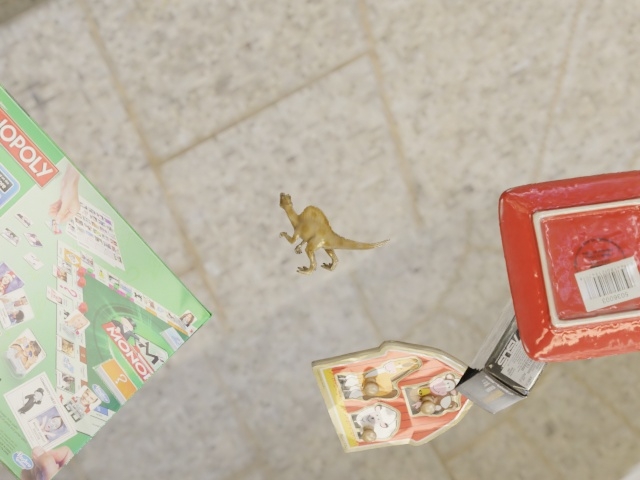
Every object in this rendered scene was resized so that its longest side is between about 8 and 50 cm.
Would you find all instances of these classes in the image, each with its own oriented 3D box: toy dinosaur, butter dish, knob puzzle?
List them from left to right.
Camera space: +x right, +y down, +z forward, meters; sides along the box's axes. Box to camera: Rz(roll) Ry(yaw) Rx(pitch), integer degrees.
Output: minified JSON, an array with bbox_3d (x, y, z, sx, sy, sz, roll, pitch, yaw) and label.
[{"bbox_3d":[0.000,0.000,2.114,0.183,0.053,0.092,28,-55,29],"label":"toy dinosaur"},{"bbox_3d":[0.104,0.196,1.945,0.030,0.213,0.213,-93,166,-48],"label":"knob puzzle"},{"bbox_3d":[0.239,0.030,1.419,0.118,0.160,0.159,104,-22,-78],"label":"butter dish"}]

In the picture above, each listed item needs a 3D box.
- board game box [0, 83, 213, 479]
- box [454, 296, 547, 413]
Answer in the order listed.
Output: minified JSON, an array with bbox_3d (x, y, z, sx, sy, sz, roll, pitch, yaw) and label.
[{"bbox_3d":[-0.268,0.023,1.294,0.317,0.213,0.046,49,-17,-17],"label":"board game box"},{"bbox_3d":[0.238,0.070,1.700,0.056,0.231,0.183,33,-13,3],"label":"box"}]
